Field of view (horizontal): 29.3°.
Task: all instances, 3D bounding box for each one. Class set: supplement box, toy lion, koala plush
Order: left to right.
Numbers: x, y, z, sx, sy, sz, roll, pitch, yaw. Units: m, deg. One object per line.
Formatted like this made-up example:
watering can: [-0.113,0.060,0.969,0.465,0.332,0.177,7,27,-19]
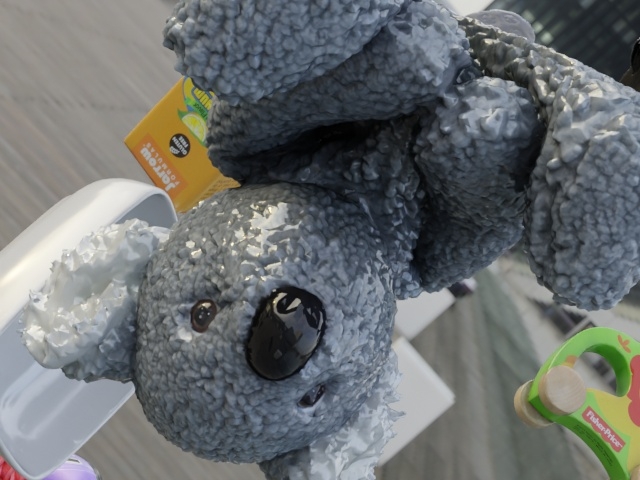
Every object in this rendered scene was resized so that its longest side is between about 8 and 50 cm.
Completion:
supplement box: [-0.033,-0.118,0.882,0.078,0.233,0.080,51,25,11]
koala plush: [0.000,0.000,0.503,0.196,0.221,0.203,29,8,-11]
toy lion: [0.160,0.082,0.608,0.100,0.096,0.034,45,-32,3]

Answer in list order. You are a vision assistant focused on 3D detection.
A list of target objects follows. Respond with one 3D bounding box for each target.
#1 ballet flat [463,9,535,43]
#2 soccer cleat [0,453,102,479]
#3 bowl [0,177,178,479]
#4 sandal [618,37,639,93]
ballet flat: [0.131,-0.156,1.229,0.084,0.250,0.058,33,-36,19]
soccer cleat: [-0.400,0.283,1.551,0.318,0.109,0.116,13,-26,44]
bowl: [-0.135,0.042,0.640,0.053,0.142,0.142,28,-32,22]
sandal: [0.356,-0.190,1.315,0.040,0.179,0.067,8,47,-24]
